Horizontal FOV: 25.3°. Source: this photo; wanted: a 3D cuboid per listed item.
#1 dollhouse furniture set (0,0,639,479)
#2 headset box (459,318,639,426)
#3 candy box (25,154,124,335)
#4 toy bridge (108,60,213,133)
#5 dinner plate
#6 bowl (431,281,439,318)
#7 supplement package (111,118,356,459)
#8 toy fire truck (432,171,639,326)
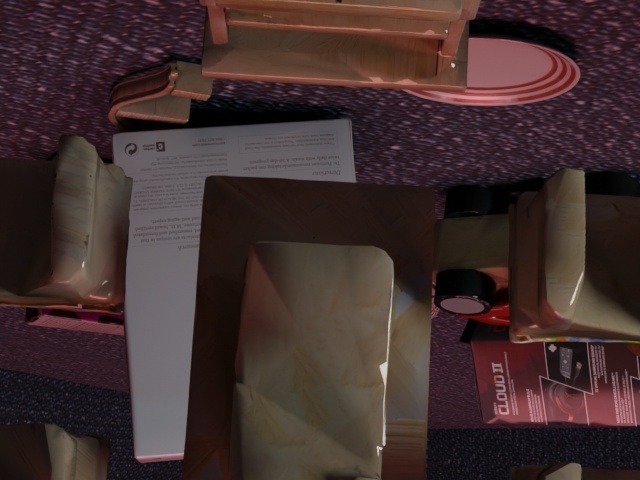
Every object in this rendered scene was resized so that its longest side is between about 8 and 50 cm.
[{"bbox_3d":[0.000,0.000,0.761,0.362,0.394,0.256,3,168,0],"label":"dollhouse furniture set"},{"bbox_3d":[0.298,0.097,1.522,0.293,0.110,0.218,-1,-154,21],"label":"headset box"},{"bbox_3d":[-0.160,0.015,1.395,0.233,0.159,0.071,8,167,-25],"label":"candy box"},{"bbox_3d":[-0.136,-0.109,1.144,0.063,0.026,0.188,7,168,-16],"label":"toy bridge"},{"bbox_3d":[0.116,-0.126,1.030,0.141,0.017,0.141,2,167,1],"label":"dinner plate"},{"bbox_3d":[0.086,0.075,1.781,0.170,0.080,0.170,2,167,0],"label":"bowl"},{"bbox_3d":[-0.070,0.051,1.226,0.199,0.263,0.198,-4,171,-7],"label":"supplement package"},{"bbox_3d":[0.253,0.023,1.427,0.217,0.158,0.246,-5,155,31],"label":"toy fire truck"}]
